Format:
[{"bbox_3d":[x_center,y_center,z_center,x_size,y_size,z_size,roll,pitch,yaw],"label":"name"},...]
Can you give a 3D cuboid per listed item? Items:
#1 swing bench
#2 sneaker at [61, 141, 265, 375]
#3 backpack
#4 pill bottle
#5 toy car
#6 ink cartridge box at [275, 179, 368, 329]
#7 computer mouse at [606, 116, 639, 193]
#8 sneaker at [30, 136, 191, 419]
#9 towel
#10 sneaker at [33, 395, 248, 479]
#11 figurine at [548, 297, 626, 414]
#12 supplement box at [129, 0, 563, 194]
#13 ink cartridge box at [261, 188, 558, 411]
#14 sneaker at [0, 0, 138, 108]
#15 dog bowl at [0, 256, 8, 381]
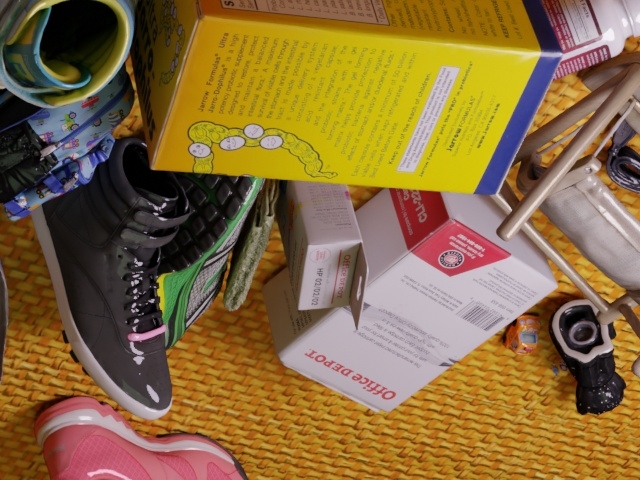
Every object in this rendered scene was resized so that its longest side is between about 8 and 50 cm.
[{"bbox_3d":[0.342,-0.040,2.008,0.254,0.165,0.253,-42,112,9],"label":"swing bench"},{"bbox_3d":[-0.152,-0.007,2.016,0.343,0.134,0.146,-54,162,28],"label":"sneaker"},{"bbox_3d":[-0.250,-0.119,1.812,0.173,0.158,0.117,-29,110,12],"label":"backpack"},{"bbox_3d":[0.254,-0.214,1.908,0.152,0.086,0.086,-21,138,7],"label":"pill bottle"},{"bbox_3d":[0.280,0.133,2.327,0.122,0.040,0.060,22,127,-33],"label":"toy car"},{"bbox_3d":[0.000,0.000,1.996,0.061,0.181,0.104,-4,137,-12],"label":"ink cartridge box"},{"bbox_3d":[0.434,-0.139,2.073,0.184,0.060,0.262,27,122,-12],"label":"computer mouse"},{"bbox_3d":[-0.188,0.030,1.896,0.147,0.296,0.104,-24,175,34],"label":"sneaker"},{"bbox_3d":[-0.072,-0.003,2.029,0.027,0.110,0.148,18,131,-7],"label":"towel"},{"bbox_3d":[-0.217,0.305,2.301,0.314,0.136,0.116,24,127,-35],"label":"sneaker"},{"bbox_3d":[0.399,0.128,2.323,0.215,0.092,0.209,-24,146,0],"label":"figurine"},{"bbox_3d":[0.016,-0.185,1.791,0.356,0.194,0.195,4,135,-19],"label":"supplement box"},{"bbox_3d":[0.097,0.055,2.134,0.273,0.114,0.197,-39,133,23],"label":"ink cartridge box"},{"bbox_3d":[-0.303,-0.172,1.691,0.319,0.208,0.127,-28,121,12],"label":"sneaker"},{"bbox_3d":[-0.480,0.057,1.905,0.348,0.102,0.349,0,118,-1],"label":"dog bowl"}]
